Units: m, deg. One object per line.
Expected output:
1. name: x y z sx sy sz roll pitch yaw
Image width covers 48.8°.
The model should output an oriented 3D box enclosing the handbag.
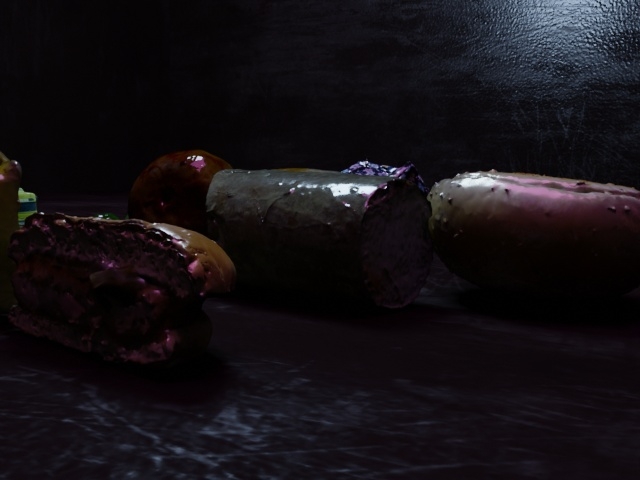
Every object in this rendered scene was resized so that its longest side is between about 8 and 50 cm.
1. handbag: 0.086 -0.068 1.444 0.207 0.127 0.229 9 52 51

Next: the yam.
1. yam: -0.021 -0.008 0.908 0.304 0.168 0.168 5 7 32

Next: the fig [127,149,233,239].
1. fig: -0.165 -0.013 1.114 0.190 0.191 0.290 8 -28 45

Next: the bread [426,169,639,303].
1. bread: 0.284 -0.003 0.921 0.305 0.159 0.305 7 5 -1

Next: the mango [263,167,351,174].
1. mango: 0.004 -0.051 1.176 0.316 0.146 0.193 22 0 14

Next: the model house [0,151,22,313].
1. model house: -0.436 -0.012 0.704 0.234 0.175 0.193 -3 18 -43

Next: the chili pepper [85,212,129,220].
1. chili pepper: -0.381 -0.008 1.190 0.100 0.074 0.257 -22 12 -28

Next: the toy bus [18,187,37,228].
1. toy bus: -0.705 -0.070 1.559 0.175 0.101 0.088 8 9 37

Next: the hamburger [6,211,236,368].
1. hamburger: -0.175 0.036 0.649 0.262 0.124 0.131 8 8 38
